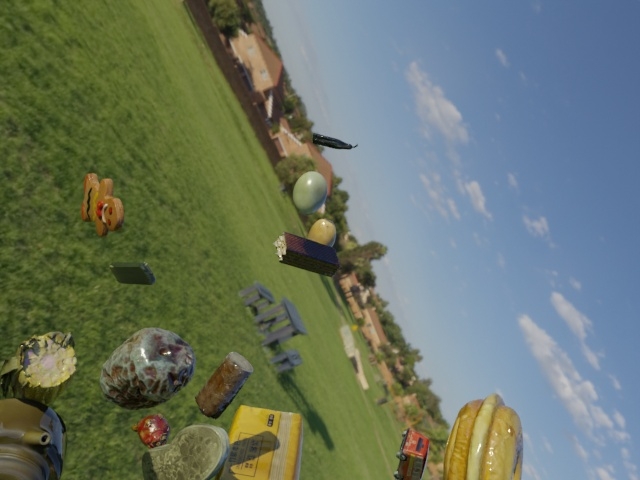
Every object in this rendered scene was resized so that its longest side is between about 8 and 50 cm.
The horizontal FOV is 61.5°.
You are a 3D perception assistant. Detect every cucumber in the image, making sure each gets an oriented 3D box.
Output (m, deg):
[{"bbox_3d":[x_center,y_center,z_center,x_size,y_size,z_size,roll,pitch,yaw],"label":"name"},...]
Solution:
[{"bbox_3d":[0.049,-0.342,1.885,0.039,0.163,0.043,-83,-170,-54],"label":"cucumber"}]

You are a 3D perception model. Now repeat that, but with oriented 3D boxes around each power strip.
[{"bbox_3d":[-0.569,0.100,1.641,0.028,0.169,0.076,-53,134,-46],"label":"power strip"}]

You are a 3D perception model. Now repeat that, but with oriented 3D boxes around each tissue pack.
[{"bbox_3d":[-0.174,0.681,1.444,0.382,0.228,0.293,-79,176,-68],"label":"tissue pack"}]

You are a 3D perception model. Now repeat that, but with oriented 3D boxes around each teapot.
[{"bbox_3d":[-0.544,0.400,0.907,0.185,0.268,0.175,42,4,-25],"label":"teapot"}]

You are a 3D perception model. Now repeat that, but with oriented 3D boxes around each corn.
[{"bbox_3d":[-0.539,0.249,1.021,0.305,0.123,0.122,-36,-131,50],"label":"corn"}]

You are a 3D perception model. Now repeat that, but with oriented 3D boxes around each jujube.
[{"bbox_3d":[-0.508,0.379,1.574,0.226,0.317,0.226,26,45,-30],"label":"jujube"}]

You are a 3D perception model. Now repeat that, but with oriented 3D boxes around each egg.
[{"bbox_3d":[-0.036,-0.159,1.816,0.114,0.114,0.152,50,60,-81],"label":"egg"}]

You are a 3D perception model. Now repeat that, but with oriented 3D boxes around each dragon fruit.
[{"bbox_3d":[-0.695,0.765,2.169,0.125,0.246,0.125,57,46,-18],"label":"dragon fruit"}]

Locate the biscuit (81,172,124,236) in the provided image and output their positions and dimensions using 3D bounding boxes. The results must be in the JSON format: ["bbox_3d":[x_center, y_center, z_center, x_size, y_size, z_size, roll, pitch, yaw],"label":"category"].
[{"bbox_3d":[-0.605,-0.094,1.478,0.250,0.036,0.165,28,-68,43],"label":"biscuit"}]

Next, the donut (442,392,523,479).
[{"bbox_3d":[0.497,0.686,1.620,0.449,0.198,0.449,-16,108,-59],"label":"donut"}]

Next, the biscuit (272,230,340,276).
[{"bbox_3d":[-0.051,0.052,1.972,0.252,0.070,0.106,18,34,-28],"label":"biscuit"}]

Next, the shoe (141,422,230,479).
[{"bbox_3d":[-0.273,0.491,1.235,0.159,0.316,0.124,7,60,-49],"label":"shoe"}]

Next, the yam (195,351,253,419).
[{"bbox_3d":[-0.224,0.334,1.240,0.079,0.141,0.079,38,2,-1],"label":"yam"}]

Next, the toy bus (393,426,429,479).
[{"bbox_3d":[0.241,0.577,1.418,0.079,0.077,0.174,-58,154,-46],"label":"toy bus"}]

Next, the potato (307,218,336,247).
[{"bbox_3d":[0.000,0.000,2.133,0.109,0.178,0.118,16,12,-32],"label":"potato"}]
